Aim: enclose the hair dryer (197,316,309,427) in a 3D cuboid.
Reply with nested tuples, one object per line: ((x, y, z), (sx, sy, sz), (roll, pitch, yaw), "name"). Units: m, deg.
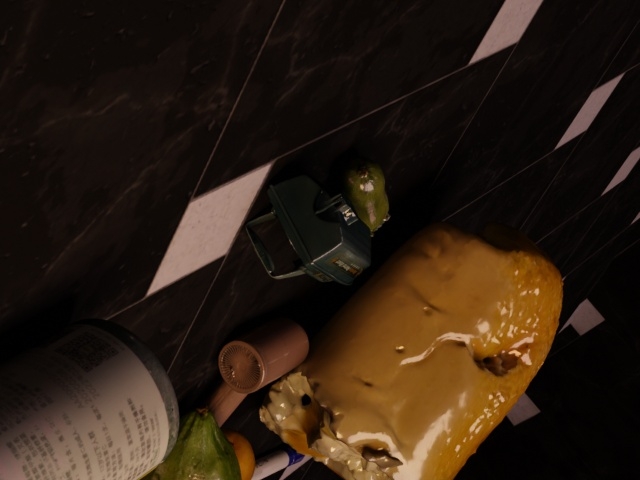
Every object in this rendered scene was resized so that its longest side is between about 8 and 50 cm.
((-0.097, 0.167, 1.666), (0.182, 0.064, 0.117), (-48, 168, 28), "hair dryer")

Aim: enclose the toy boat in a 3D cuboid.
((0.000, 0.000, 1.456), (0.103, 0.093, 0.246), (-29, 166, 7), "toy boat")

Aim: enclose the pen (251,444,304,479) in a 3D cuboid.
((-0.090, 0.334, 2.113), (0.033, 0.033, 0.269), (-54, 163, 17), "pen")

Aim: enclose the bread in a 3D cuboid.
((0.139, 0.153, 1.825), (0.394, 0.250, 0.361), (-45, 175, -14), "bread")

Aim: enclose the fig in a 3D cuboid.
((-0.149, 0.253, 1.644), (0.123, 0.123, 0.156), (-24, 122, -56), "fig")

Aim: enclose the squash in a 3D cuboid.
((0.049, -0.048, 1.547), (0.052, 0.052, 0.183), (-47, 164, -6), "squash")

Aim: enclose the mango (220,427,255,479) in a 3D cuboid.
((-0.131, 0.290, 1.802), (0.102, 0.085, 0.184), (-40, 168, -25), "mango")

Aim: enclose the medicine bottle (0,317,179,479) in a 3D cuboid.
((-0.250, 0.177, 1.105), (0.293, 0.141, 0.141), (-31, 157, -47), "medicine bottle")
